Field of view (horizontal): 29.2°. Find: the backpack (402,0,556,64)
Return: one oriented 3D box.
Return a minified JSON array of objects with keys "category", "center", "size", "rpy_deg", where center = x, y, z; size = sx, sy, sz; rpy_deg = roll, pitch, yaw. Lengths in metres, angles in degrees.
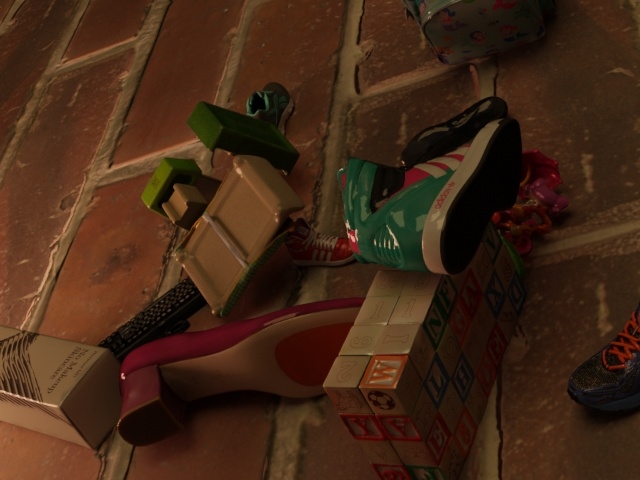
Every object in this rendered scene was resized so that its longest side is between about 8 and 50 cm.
[{"category":"backpack","center":[0.229,-0.402,1.881],"size":[0.225,0.253,0.191],"rpy_deg":[-15,56,20]}]

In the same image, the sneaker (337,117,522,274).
[{"category":"sneaker","center":[0.112,-0.055,1.387],"size":[0.178,0.123,0.295],"rpy_deg":[4,28,27]}]

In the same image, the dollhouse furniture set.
[{"category":"dollhouse furniture set","center":[-0.107,-0.035,1.784],"size":[0.197,0.151,0.301],"rpy_deg":[-57,44,18]}]

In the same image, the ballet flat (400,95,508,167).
[{"category":"ballet flat","center":[0.195,-0.150,1.773],"size":[0.173,0.049,0.057],"rpy_deg":[-29,78,3]}]

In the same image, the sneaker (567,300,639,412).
[{"category":"sneaker","center":[0.347,0.096,1.288],"size":[0.221,0.087,0.083],"rpy_deg":[-35,33,-8]}]

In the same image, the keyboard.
[{"category":"keyboard","center":[-0.231,0.115,1.755],"size":[0.180,0.023,0.108],"rpy_deg":[-38,35,-11]}]

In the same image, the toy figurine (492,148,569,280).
[{"category":"toy figurine","center":[0.248,-0.047,1.546],"size":[0.159,0.130,0.173],"rpy_deg":[-33,55,-22]}]

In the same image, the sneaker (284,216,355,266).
[{"category":"sneaker","center":[0.000,0.000,1.690],"size":[0.118,0.067,0.042],"rpy_deg":[-7,40,31]}]

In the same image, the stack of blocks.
[{"category":"stack of blocks","center":[0.126,0.106,1.366],"size":[0.087,0.171,0.297],"rpy_deg":[-4,41,34]}]

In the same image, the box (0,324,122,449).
[{"category":"box","center":[-0.387,0.197,1.699],"size":[0.275,0.094,0.113],"rpy_deg":[4,47,41]}]

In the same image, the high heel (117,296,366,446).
[{"category":"high heel","center":[-0.090,0.125,1.554],"size":[0.377,0.127,0.181],"rpy_deg":[-19,28,8]}]

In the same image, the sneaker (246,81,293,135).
[{"category":"sneaker","center":[-0.089,-0.226,2.042],"size":[0.065,0.076,0.166],"rpy_deg":[-18,35,16]}]
